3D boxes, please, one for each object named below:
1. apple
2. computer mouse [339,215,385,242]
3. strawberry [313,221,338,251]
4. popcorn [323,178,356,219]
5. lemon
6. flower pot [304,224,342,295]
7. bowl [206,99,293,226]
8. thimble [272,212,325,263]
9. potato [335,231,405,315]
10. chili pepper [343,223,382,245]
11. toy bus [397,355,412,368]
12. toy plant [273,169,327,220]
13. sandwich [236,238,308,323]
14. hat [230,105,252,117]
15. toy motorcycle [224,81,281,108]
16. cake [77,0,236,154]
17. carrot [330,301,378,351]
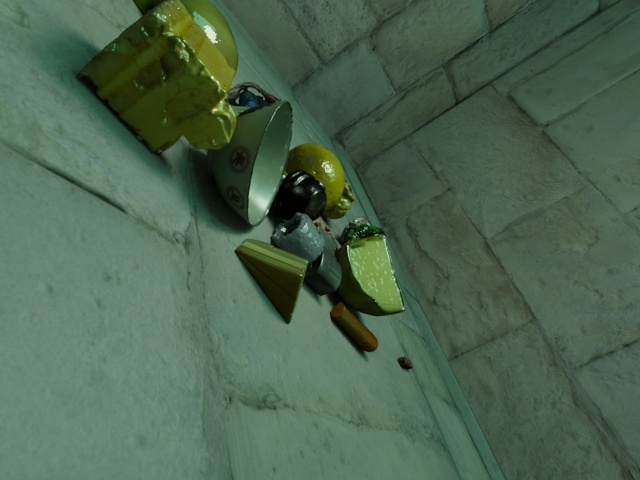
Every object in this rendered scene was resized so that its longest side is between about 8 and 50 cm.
[{"bbox_3d":[-0.455,-0.690,1.477,0.320,0.311,0.360,16,-3,22],"label":"apple"},{"bbox_3d":[0.183,-0.030,2.105,0.115,0.199,0.389,44,4,34],"label":"computer mouse"},{"bbox_3d":[0.000,0.000,1.592,0.145,0.086,0.145,55,13,-20],"label":"strawberry"},{"bbox_3d":[0.067,-0.206,2.020,0.218,0.189,0.169,62,17,19],"label":"popcorn"},{"bbox_3d":[-0.033,-0.234,1.644,0.267,0.267,0.267,53,16,-22],"label":"lemon"},{"bbox_3d":[-0.008,0.062,1.410,0.108,0.103,0.229,46,21,-34],"label":"flower pot"},{"bbox_3d":[-0.195,-0.217,1.132,0.158,0.337,0.337,18,16,4],"label":"bowl"},{"bbox_3d":[-0.064,-0.005,1.307,0.117,0.127,0.151,54,10,-22],"label":"thimble"},{"bbox_3d":[0.123,0.137,1.578,0.280,0.213,0.330,10,58,-48],"label":"potato"},{"bbox_3d":[0.183,0.062,1.928,0.168,0.213,0.385,19,-22,19],"label":"chili pepper"},{"bbox_3d":[0.364,0.525,1.854,0.110,0.031,0.043,39,31,-53],"label":"toy bus"},{"bbox_3d":[-0.106,-0.160,1.424,0.235,0.175,0.218,28,-9,27],"label":"toy plant"},{"bbox_3d":[-0.134,0.099,1.102,0.188,0.144,0.117,22,18,0],"label":"sandwich"},{"bbox_3d":[-0.253,-0.325,1.326,0.252,0.252,0.109,-97,-168,-58],"label":"hat"},{"bbox_3d":[-0.251,-0.441,1.573,0.319,0.241,0.181,-114,-155,-47],"label":"toy motorcycle"},{"bbox_3d":[-0.317,-0.335,0.956,0.286,0.223,0.227,50,19,-32],"label":"cake"},{"bbox_3d":[0.118,0.296,1.431,0.225,0.067,0.067,49,17,-26],"label":"carrot"}]
